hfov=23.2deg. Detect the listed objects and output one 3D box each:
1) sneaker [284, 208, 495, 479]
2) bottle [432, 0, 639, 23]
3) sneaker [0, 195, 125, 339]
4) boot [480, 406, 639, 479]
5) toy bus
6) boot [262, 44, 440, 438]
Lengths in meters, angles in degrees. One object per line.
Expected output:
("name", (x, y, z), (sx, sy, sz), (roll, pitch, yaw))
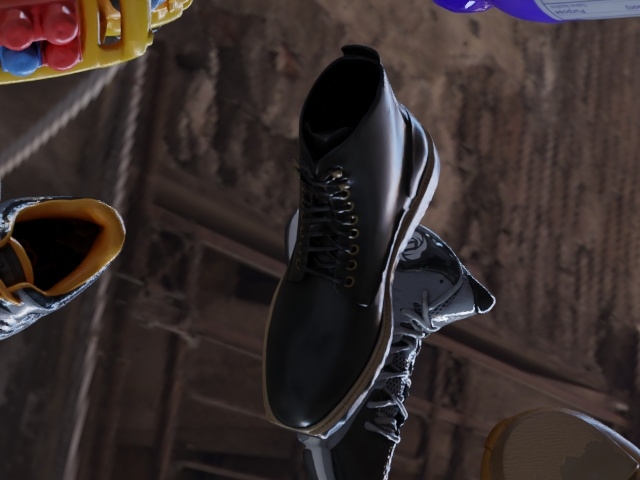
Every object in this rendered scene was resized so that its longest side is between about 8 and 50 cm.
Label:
("sneaker", (0.052, 0.074, 1.016), (0.132, 0.086, 0.228), (-11, -107, 14))
("bottle", (0.113, -0.140, 0.619), (0.283, 0.092, 0.118), (3, -142, 43))
("sneaker", (-0.193, 0.024, 0.821), (0.083, 0.215, 0.084), (-20, -80, 47))
("boot", (0.192, 0.196, 0.759), (0.104, 0.211, 0.295), (-41, -105, -1))
("toy bus", (-0.189, -0.192, 1.170), (0.220, 0.149, 0.211), (-11, -147, -13))
("boot", (0.000, 0.000, 0.859), (0.077, 0.137, 0.197), (11, -106, 18))
